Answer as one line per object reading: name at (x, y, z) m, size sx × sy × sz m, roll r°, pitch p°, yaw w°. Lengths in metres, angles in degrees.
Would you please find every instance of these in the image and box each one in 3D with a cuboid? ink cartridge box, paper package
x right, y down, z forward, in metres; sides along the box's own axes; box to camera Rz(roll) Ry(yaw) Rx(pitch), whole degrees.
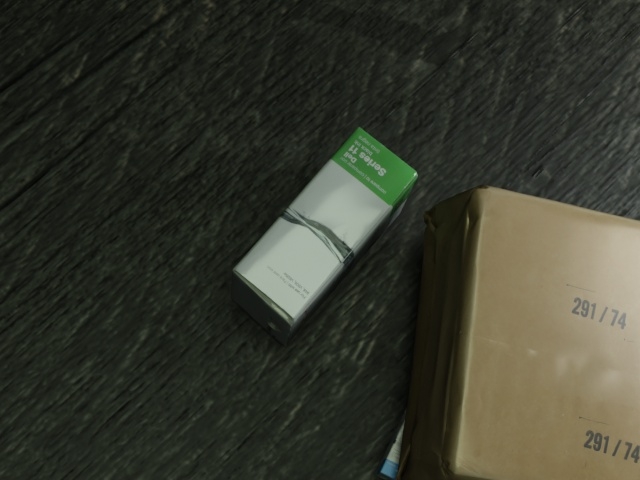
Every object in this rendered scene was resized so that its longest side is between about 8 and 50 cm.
ink cartridge box at (0.091, 0.220, 1.283) m, size 0.028 × 0.048 × 0.083 m, roll 27°, pitch 76°, yaw 1°
ink cartridge box at (0.000, 0.000, 1.276) m, size 0.087 × 0.153 × 0.208 m, roll 39°, pitch 75°, yaw 6°
paper package at (0.264, 0.131, 1.236) m, size 0.324 × 0.168 × 0.310 m, roll 12°, pitch 75°, yaw -13°
